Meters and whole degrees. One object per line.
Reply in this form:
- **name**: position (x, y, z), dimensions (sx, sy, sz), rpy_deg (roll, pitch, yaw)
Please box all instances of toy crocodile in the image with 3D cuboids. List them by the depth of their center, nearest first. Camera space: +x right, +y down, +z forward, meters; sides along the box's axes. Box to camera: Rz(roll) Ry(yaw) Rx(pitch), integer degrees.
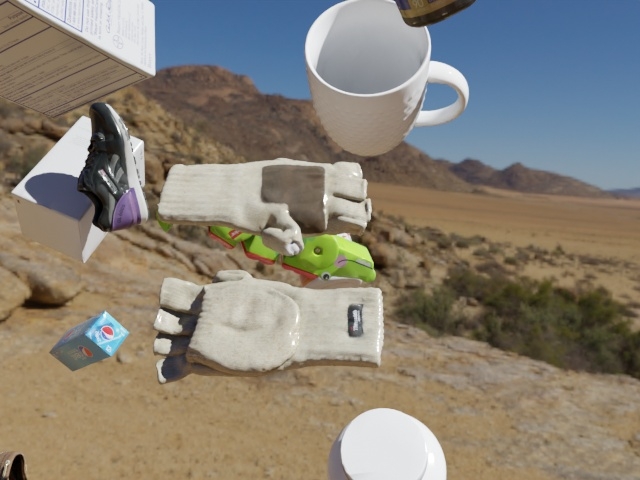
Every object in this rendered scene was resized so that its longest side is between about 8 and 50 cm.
- **toy crocodile**: position (-0.073, -0.008, 1.002), dimensions (0.340, 0.105, 0.115), rpy_deg (21, 17, -18)

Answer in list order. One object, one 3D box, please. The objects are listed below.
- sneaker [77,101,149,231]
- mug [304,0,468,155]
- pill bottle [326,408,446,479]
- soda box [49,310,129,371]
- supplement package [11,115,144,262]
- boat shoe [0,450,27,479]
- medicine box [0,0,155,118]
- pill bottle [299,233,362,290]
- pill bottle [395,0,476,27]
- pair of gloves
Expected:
- **sneaker**: position (-0.471, -0.158, 1.453), dimensions (0.124, 0.283, 0.107), rpy_deg (-19, 5, -33)
- **mug**: position (0.160, -0.351, 1.588), dimensions (0.374, 0.276, 0.328), rpy_deg (6, -23, 7)
- **pill bottle**: position (0.108, 0.391, 1.071), dimensions (0.181, 0.182, 0.323), rpy_deg (5, -36, 12)
- **soda box**: position (-0.494, 0.217, 1.426), dimensions (0.210, 0.071, 0.067), rpy_deg (-24, 26, 46)
- **supplement package**: position (-0.583, -0.128, 1.651), dimensions (0.177, 0.175, 0.293), rpy_deg (24, 52, 4)
- **boat shoe**: position (-0.565, 0.514, 1.224), dimensions (0.095, 0.258, 0.095), rpy_deg (-21, -16, 13)
- **medicine box**: position (-0.466, -0.348, 1.103), dimensions (0.263, 0.149, 0.289), rpy_deg (-13, -18, 28)
- **pill bottle**: position (0.000, 0.000, 1.344), dimensions (0.121, 0.216, 0.121), rpy_deg (-14, -21, -6)
- **pill bottle**: position (0.119, -0.394, 0.841), dimensions (0.122, 0.219, 0.123), rpy_deg (-24, 28, 14)
- **pair of gloves**: position (-0.049, 0.017, 0.617), dimensions (0.204, 0.240, 0.042), rpy_deg (-4, -36, -1)
